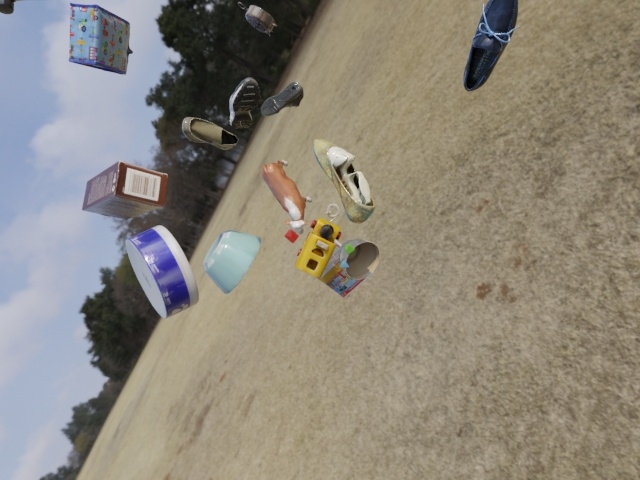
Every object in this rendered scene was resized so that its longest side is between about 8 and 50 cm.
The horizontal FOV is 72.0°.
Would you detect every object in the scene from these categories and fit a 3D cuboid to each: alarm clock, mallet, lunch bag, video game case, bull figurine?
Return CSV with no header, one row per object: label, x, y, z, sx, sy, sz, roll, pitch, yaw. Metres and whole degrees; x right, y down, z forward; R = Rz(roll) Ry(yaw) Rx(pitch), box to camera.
alarm clock,-0.291,-1.005,1.986,0.064,0.192,0.129,-57,19,1
mallet,-0.683,-0.578,1.062,0.039,0.189,0.063,119,148,-76
lunch bag,-0.890,-0.831,1.853,0.293,0.138,0.221,-33,-47,-72
video game case,0.082,0.131,2.062,0.204,0.285,0.025,-43,24,19
bull figurine,-0.123,-0.178,1.746,0.101,0.311,0.188,-25,12,18

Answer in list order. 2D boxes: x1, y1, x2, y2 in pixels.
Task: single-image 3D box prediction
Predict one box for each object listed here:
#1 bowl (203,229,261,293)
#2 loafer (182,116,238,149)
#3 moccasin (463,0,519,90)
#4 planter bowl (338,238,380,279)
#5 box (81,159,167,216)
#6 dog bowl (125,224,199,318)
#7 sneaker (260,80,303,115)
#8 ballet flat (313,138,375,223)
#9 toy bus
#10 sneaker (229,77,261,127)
bowl,-0.429,0.075,2.046,0.312,0.163,0.312,-48,20,25
loafer,-0.422,-0.422,1.719,0.087,0.251,0.095,1,88,37
moccasin,0.592,-0.677,1.526,0.117,0.137,0.342,-52,-24,-43
planter bowl,0.139,0.059,1.741,0.109,0.162,0.162,39,105,52
box,-0.777,-0.187,1.742,0.381,0.191,0.143,-10,73,45
dog bowl,-0.474,0.095,1.319,0.104,0.265,0.265,-27,-8,-31
sneaker,-0.173,-0.660,2.114,0.227,0.087,0.130,-34,-12,11
ballet flat,0.090,-0.229,1.526,0.349,0.123,0.123,65,148,12
toy bus,0.000,0.013,1.331,0.190,0.202,0.104,-21,7,0
sneaker,-0.293,-0.518,1.623,0.271,0.100,0.108,143,114,-65
